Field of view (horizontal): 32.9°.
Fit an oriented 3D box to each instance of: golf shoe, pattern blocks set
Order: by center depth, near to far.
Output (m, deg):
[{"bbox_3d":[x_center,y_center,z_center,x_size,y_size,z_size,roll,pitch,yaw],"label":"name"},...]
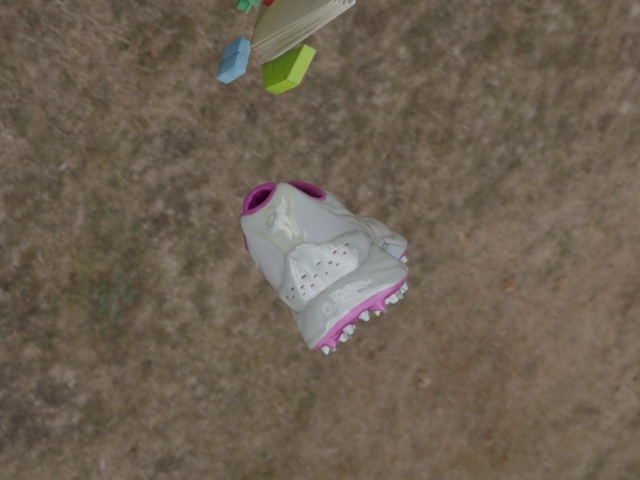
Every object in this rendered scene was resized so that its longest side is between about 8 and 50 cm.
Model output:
[{"bbox_3d":[0.000,0.000,0.933,0.115,0.306,0.140,-41,93,1],"label":"golf shoe"},{"bbox_3d":[-0.011,-0.300,1.256,0.026,0.324,0.286,25,75,-31],"label":"pattern blocks set"}]
